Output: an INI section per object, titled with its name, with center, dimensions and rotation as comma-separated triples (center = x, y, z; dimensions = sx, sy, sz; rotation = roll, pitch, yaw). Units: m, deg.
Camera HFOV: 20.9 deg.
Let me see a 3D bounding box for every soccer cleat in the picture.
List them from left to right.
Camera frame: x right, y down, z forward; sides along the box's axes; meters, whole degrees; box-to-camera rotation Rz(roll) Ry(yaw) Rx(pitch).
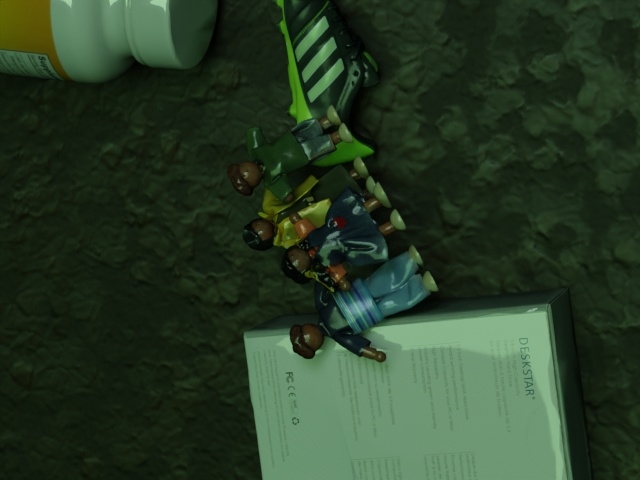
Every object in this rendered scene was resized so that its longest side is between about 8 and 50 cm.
[soccer cleat]
center = 0.006, -0.144, 1.295
dimensions = 0.072, 0.060, 0.179
rotation = -5, 101, 8

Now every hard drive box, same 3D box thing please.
[hard drive box]
center = 0.075, 0.139, 1.285
dimensions = 0.232, 0.089, 0.181
rotation = -5, 95, 18

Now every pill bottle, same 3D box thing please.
[pill bottle]
center = -0.209, -0.190, 1.309
dimensions = 0.246, 0.136, 0.136
rotation = 7, 98, 16

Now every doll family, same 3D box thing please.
[doll family]
center = 0.000, 0.000, 1.247
dimensions = 0.111, 0.076, 0.193
rotation = -29, 58, -2
